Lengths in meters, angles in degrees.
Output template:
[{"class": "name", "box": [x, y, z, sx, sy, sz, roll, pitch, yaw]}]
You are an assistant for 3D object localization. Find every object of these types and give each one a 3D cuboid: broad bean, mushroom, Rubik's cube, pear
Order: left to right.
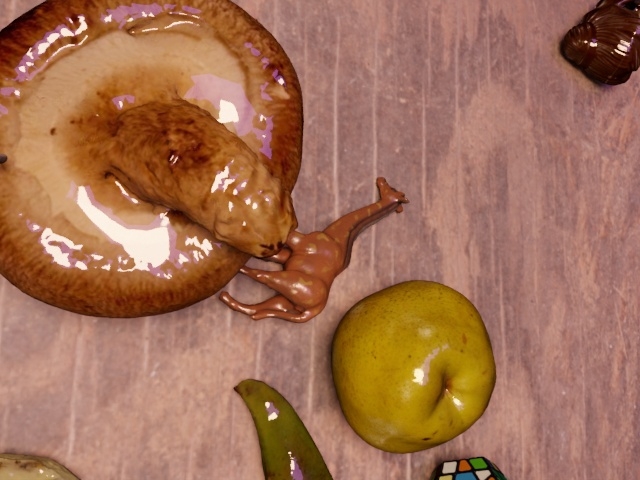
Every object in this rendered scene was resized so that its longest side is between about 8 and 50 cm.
[{"class": "mushroom", "box": [-0.182, -0.091, 0.580, 0.346, 0.239, 0.344, 13, 52, -17]}, {"class": "broad bean", "box": [-0.004, 0.307, 0.653, 0.077, 0.061, 0.338, -31, 94, -31]}, {"class": "pear", "box": [0.103, 0.140, 0.654, 0.198, 0.198, 0.198, 4, 79, -21]}, {"class": "Rubik's cube", "box": [0.183, 0.326, 0.696, 0.133, 0.133, 0.111, -31, 122, -23]}]

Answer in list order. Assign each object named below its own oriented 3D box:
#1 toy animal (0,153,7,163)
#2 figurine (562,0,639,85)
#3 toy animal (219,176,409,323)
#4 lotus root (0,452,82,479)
[{"class": "toy animal", "box": [-0.428, 0.035, 0.447, 0.302, 0.225, 0.283, 13, 90, 6]}, {"class": "figurine", "box": [0.526, -0.392, 0.939, 0.168, 0.187, 0.315, 32, 79, -18]}, {"class": "toy animal", "box": [0.000, 0.000, 0.712, 0.230, 0.066, 0.224, 9, 59, -10]}, {"class": "lotus root", "box": [-0.311, 0.255, 0.520, 0.144, 0.070, 0.143, 27, 56, -15]}]
